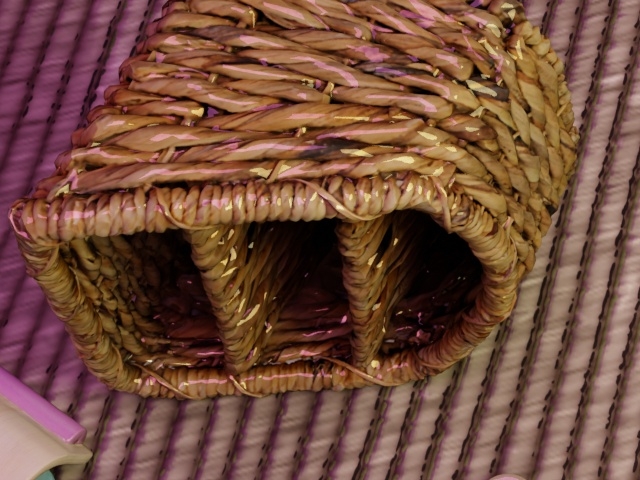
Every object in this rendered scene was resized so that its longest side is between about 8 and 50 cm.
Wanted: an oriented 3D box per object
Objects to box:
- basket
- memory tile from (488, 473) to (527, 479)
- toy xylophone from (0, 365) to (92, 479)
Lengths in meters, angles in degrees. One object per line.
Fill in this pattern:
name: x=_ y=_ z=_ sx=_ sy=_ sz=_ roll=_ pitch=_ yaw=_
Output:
basket: x=0.000 y=0.000 z=0.898 sx=0.213 sy=0.299 sz=0.223 roll=27 pitch=71 yaw=11
memory tile: x=0.071 y=0.209 z=0.968 sx=0.148 sy=0.012 sz=0.113 roll=-20 pitch=70 yaw=-4
toy xylophone: x=-0.252 y=0.218 z=0.948 sx=0.322 sy=0.081 sz=0.236 roll=-44 pitch=73 yaw=-12
